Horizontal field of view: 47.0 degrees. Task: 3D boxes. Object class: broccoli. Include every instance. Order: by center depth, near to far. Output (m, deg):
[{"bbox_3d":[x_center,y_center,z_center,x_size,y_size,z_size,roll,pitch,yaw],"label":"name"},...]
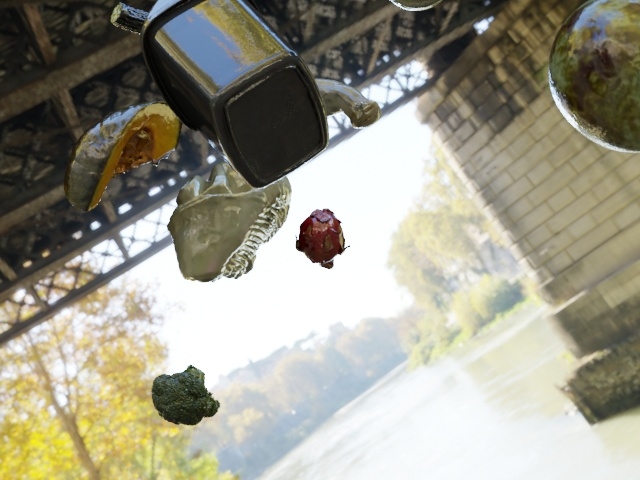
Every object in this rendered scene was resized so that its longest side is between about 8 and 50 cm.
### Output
[{"bbox_3d":[-0.300,0.348,1.625,0.145,0.162,0.138,2,37,19],"label":"broccoli"}]

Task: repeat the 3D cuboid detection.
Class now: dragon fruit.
[{"bbox_3d":[0.000,0.000,1.888,0.133,0.136,0.166,-18,-54,-20],"label":"dragon fruit"}]

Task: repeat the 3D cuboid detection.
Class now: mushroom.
[{"bbox_3d":[0.044,-0.304,1.627,0.092,0.223,0.081,-52,-42,-18],"label":"mushroom"}]

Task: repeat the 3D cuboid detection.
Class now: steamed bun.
[{"bbox_3d":[-0.242,-0.063,1.843,0.352,0.247,0.339,-62,-11,3],"label":"steamed bun"}]

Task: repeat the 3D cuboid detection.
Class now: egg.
[{"bbox_3d":[0.500,-0.270,1.207,0.238,0.289,0.238,-1,-27,-1],"label":"egg"}]

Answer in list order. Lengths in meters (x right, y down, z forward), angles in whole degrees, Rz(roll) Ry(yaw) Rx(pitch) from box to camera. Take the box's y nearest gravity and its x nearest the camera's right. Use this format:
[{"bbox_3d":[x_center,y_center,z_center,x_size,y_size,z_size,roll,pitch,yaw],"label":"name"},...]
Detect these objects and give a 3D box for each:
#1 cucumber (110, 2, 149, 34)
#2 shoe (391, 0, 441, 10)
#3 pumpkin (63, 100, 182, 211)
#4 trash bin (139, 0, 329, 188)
[{"bbox_3d":[-0.366,-0.474,1.622,0.187,0.058,0.058,4,-35,-37],"label":"cucumber"},{"bbox_3d":[0.085,-0.424,0.916,0.124,0.316,0.159,-12,-1,4],"label":"shoe"},{"bbox_3d":[-0.431,-0.214,1.524,0.312,0.148,0.169,-53,-22,-47],"label":"pumpkin"},{"bbox_3d":[-0.123,-0.223,1.018,0.182,0.290,0.209,-32,-42,-9],"label":"trash bin"}]
